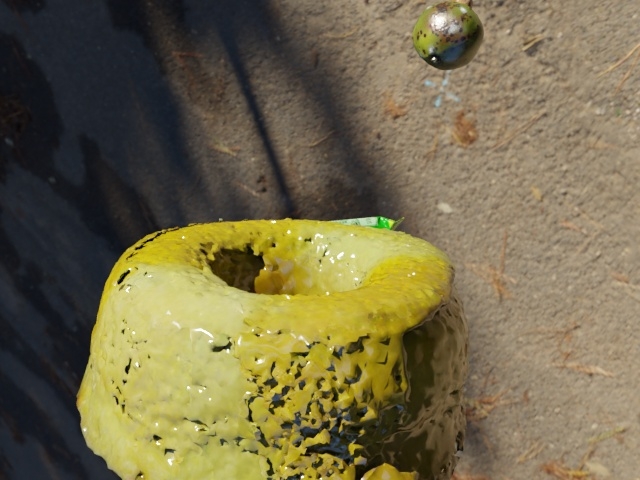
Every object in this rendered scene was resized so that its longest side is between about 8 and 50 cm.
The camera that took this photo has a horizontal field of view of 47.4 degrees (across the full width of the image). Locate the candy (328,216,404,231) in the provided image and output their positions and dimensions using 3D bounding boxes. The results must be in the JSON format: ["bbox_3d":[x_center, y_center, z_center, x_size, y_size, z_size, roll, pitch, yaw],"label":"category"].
[{"bbox_3d":[0.000,0.001,0.849,0.102,0.178,0.032,139,123,-65],"label":"candy"}]

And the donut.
[{"bbox_3d":[-0.019,0.050,0.465,0.272,0.272,0.107,20,114,34],"label":"donut"}]

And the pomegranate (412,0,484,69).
[{"bbox_3d":[0.133,-0.213,0.731,0.073,0.073,0.085,37,101,20],"label":"pomegranate"}]
